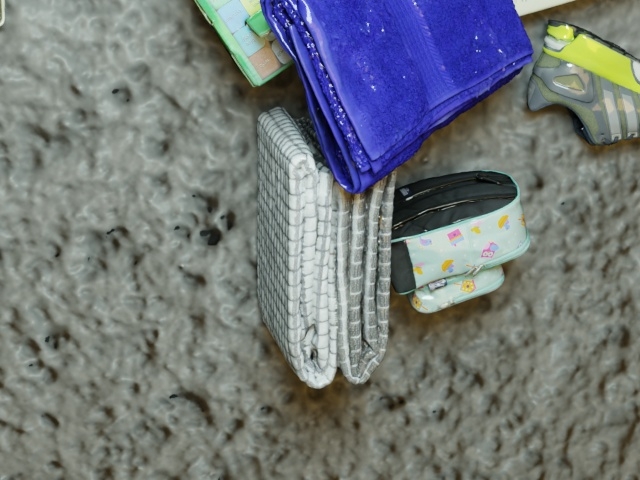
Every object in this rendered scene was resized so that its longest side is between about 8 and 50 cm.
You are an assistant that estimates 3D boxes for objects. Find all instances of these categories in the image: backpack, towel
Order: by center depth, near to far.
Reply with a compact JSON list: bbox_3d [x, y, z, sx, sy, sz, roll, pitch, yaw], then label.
[{"bbox_3d":[0.096,-0.215,1.084,0.308,0.076,0.227,-38,113,-36],"label":"towel"},{"bbox_3d":[0.000,0.000,1.221,0.121,0.235,0.283,-4,109,-13],"label":"towel"},{"bbox_3d":[0.161,-0.007,1.286,0.188,0.166,0.144,-24,111,0],"label":"backpack"}]

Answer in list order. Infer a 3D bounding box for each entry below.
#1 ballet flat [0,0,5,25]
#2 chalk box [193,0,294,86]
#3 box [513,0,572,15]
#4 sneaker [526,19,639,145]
[{"bbox_3d":[-0.400,-0.226,1.151,0.096,0.095,0.280,9,105,-26],"label":"ballet flat"},{"bbox_3d":[-0.061,-0.262,1.140,0.132,0.213,0.132,-34,110,0],"label":"chalk box"},{"bbox_3d":[0.297,-0.347,1.250,0.275,0.094,0.113,-16,109,-7],"label":"box"},{"bbox_3d":[0.389,-0.167,1.328,0.300,0.111,0.121,25,110,-11],"label":"sneaker"}]
